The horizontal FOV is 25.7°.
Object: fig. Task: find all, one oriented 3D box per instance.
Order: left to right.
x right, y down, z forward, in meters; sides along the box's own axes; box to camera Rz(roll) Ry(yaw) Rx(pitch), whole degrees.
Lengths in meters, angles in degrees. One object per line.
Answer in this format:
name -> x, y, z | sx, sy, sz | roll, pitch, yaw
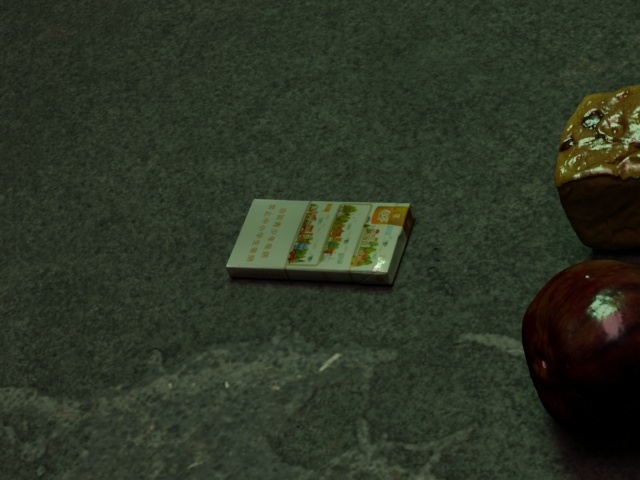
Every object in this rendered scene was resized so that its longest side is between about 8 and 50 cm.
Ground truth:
fig -> 0.342, 0.111, 1.447 | 0.250, 0.204, 0.186 | -1, 87, -13

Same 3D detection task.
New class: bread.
bread -> 0.361, -0.080, 1.618 | 0.143, 0.158, 0.149 | -6, 44, 25

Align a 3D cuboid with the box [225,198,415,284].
box -> 0.000, -0.001, 1.777 | 0.220, 0.032, 0.122 | 2, 48, 23
